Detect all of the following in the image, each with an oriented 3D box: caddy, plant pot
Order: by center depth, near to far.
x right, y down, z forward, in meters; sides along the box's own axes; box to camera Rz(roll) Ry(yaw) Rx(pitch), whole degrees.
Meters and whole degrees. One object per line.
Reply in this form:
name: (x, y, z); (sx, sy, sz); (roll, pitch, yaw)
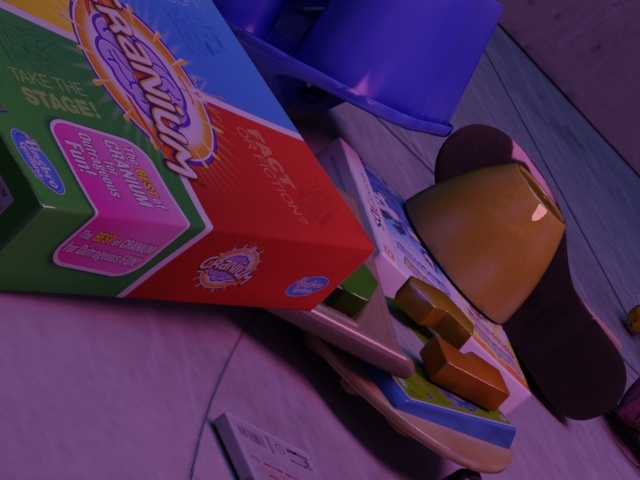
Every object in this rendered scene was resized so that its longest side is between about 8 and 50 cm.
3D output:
plant pot: (0.151, -0.011, 1.593); (0.134, 0.095, 0.134); (48, 13, -15)
caddy: (0.015, -0.185, 1.649); (0.241, 0.179, 0.341); (32, 9, 14)

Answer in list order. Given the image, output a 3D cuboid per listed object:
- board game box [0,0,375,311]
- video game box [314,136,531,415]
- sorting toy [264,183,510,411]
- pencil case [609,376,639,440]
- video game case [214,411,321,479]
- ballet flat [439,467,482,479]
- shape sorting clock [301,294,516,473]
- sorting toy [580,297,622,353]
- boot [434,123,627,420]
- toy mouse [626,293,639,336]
board game box: (-0.128, -0.077, 1.062); (0.316, 0.064, 0.242); (6, 46, -58)
video game box: (0.079, 0.031, 1.558); (0.205, 0.048, 0.187); (43, 18, -31)
sorting toy: (0.000, 0.000, 1.284); (0.307, 0.041, 0.229); (28, 23, -29)
pencil case: (0.459, 0.273, 1.901); (0.386, 0.167, 0.160); (54, -24, 13)
video game case: (-0.011, 0.156, 1.041); (0.087, 0.011, 0.122); (34, 22, -50)
ballet flat: (0.113, 0.196, 1.263); (0.041, 0.041, 0.114); (37, 20, -43)
shape sorting clock: (0.053, 0.091, 1.320); (0.206, 0.040, 0.206); (34, 17, -12)
sorting toy: (0.208, 0.032, 1.927); (0.193, 0.038, 0.208); (46, 1, -20)
boot: (0.179, 0.024, 1.749); (0.305, 0.112, 0.115); (63, -3, -20)
toy mouse: (0.439, 0.149, 2.398); (0.143, 0.031, 0.161); (50, 14, -3)
